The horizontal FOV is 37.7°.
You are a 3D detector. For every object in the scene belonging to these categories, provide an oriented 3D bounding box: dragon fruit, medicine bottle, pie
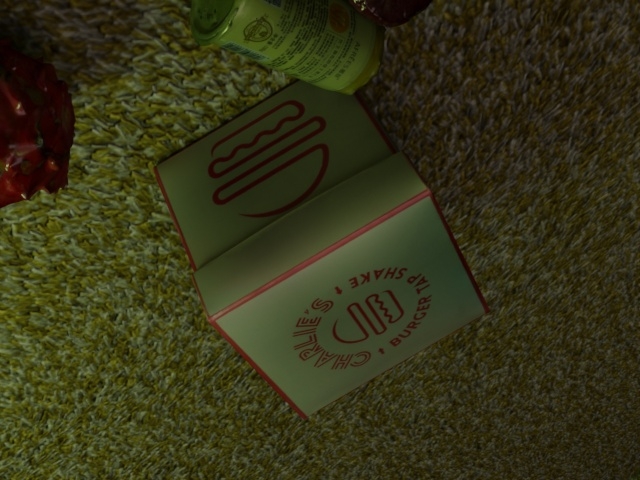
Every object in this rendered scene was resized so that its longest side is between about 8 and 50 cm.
[{"bbox_3d":[-0.399,-0.115,1.015,0.268,0.210,0.205,-23,169,-11],"label":"dragon fruit"},{"bbox_3d":[-0.030,-0.258,1.127,0.239,0.124,0.124,14,126,-40],"label":"medicine bottle"},{"bbox_3d":[0.083,-0.329,1.126,0.155,0.036,0.154,-3,96,-34],"label":"pie"}]

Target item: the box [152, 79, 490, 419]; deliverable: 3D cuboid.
[{"bbox_3d":[0.000,0.000,1.282,0.312,0.300,0.314,-30,140,4],"label":"box"}]
